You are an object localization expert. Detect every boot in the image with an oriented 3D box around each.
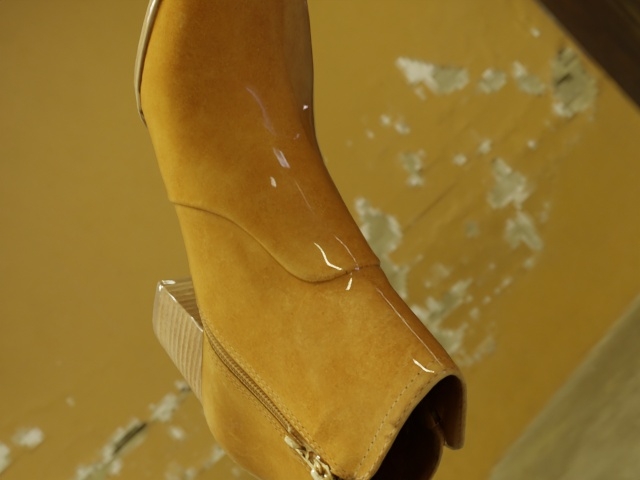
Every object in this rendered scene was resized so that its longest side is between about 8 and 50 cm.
[{"bbox_3d":[-0.001,0.001,0.678,0.104,0.211,0.295,-16,-52,-33],"label":"boot"}]
